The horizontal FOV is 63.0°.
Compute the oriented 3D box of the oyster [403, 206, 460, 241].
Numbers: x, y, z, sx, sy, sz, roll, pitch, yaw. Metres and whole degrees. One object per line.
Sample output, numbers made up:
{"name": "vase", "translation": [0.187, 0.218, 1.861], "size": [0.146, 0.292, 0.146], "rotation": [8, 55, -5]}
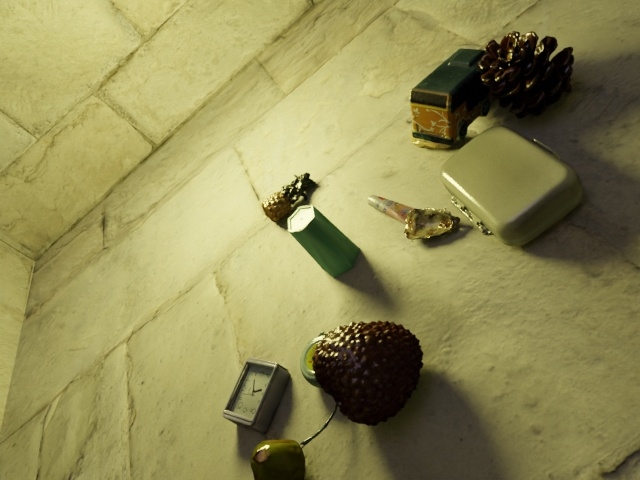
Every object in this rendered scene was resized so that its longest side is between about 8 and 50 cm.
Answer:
{"name": "oyster", "translation": [0.328, -0.051, 1.549], "size": [0.177, 0.056, 0.105], "rotation": [-16, 52, 33]}

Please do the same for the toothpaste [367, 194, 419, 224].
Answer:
{"name": "toothpaste", "translation": [0.232, -0.104, 1.701], "size": [0.067, 0.043, 0.194], "rotation": [-50, 43, -12]}

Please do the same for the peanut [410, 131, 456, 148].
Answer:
{"name": "peanut", "translation": [0.382, -0.347, 1.761], "size": [0.174, 0.080, 0.080], "rotation": [19, 69, 46]}

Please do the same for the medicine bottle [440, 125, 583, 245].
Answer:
{"name": "medicine bottle", "translation": [0.506, -0.161, 1.430], "size": [0.282, 0.123, 0.375], "rotation": [-38, 37, 6]}

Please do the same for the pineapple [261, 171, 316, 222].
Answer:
{"name": "pineapple", "translation": [-0.121, -0.177, 2.043], "size": [0.237, 0.111, 0.119], "rotation": [-41, 69, -9]}

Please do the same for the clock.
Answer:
{"name": "clock", "translation": [-0.189, 0.452, 1.542], "size": [0.145, 0.073, 0.193], "rotation": [-1, 55, 41]}

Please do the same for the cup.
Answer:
{"name": "cup", "translation": [0.000, 0.000, 1.657], "size": [0.134, 0.236, 0.148], "rotation": [-8, 53, 40]}

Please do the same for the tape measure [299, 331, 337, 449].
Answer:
{"name": "tape measure", "translation": [-0.005, 0.403, 1.409], "size": [0.164, 0.084, 0.330], "rotation": [-6, 51, 41]}

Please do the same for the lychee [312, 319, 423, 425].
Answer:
{"name": "lychee", "translation": [0.126, 0.304, 1.269], "size": [0.271, 0.271, 0.271], "rotation": [-25, 42, 24]}

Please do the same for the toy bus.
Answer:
{"name": "toy bus", "translation": [0.432, -0.464, 1.663], "size": [0.162, 0.194, 0.323], "rotation": [22, 54, 37]}

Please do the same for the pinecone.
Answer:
{"name": "pinecone", "translation": [0.602, -0.492, 1.544], "size": [0.244, 0.309, 0.244], "rotation": [-51, 27, 39]}

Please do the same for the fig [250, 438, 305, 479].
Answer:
{"name": "fig", "translation": [-0.109, 0.557, 1.298], "size": [0.144, 0.165, 0.154], "rotation": [8, 48, 26]}
